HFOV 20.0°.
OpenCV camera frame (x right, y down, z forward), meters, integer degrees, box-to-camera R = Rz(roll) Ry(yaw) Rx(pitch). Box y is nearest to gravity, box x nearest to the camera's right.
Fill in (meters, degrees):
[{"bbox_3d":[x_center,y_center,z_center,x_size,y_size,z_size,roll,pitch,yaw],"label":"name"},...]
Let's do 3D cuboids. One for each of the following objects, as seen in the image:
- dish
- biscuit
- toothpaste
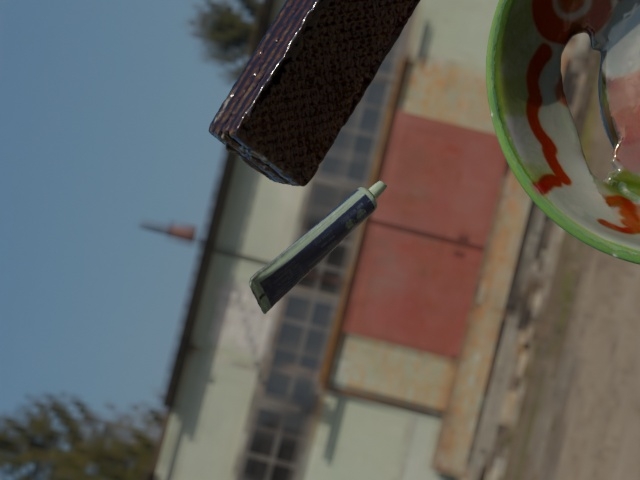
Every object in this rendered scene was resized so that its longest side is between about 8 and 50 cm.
[{"bbox_3d":[0.299,-0.128,1.398,0.124,0.324,0.324,23,-99,-66],"label":"dish"},{"bbox_3d":[0.028,-0.241,1.903,0.073,0.107,0.388,14,70,57],"label":"biscuit"},{"bbox_3d":[0.000,0.000,1.384,0.140,0.021,0.037,-42,-48,-18],"label":"toothpaste"}]
